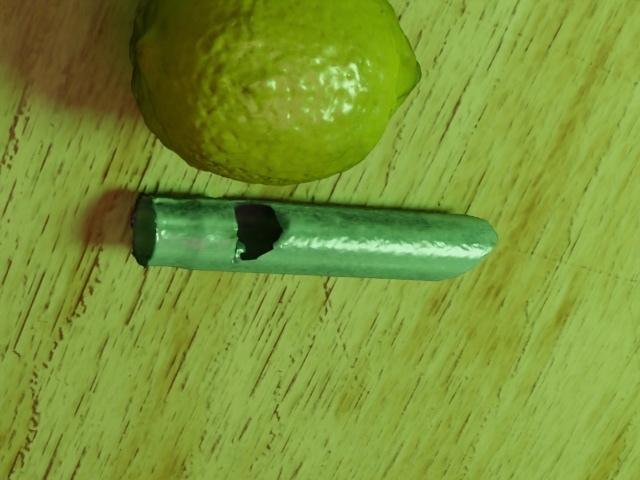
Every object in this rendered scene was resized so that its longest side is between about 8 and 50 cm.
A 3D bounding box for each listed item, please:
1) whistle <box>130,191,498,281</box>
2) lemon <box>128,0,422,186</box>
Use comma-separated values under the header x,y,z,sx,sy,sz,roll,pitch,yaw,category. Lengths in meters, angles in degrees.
x,y,z,sx,sy,sz,roll,pitch,yaw,category
0.000,0.000,1.262,0.312,0.062,0.062,4,123,-26,whistle
-0.036,-0.122,1.084,0.193,0.180,0.180,-27,134,-31,lemon
